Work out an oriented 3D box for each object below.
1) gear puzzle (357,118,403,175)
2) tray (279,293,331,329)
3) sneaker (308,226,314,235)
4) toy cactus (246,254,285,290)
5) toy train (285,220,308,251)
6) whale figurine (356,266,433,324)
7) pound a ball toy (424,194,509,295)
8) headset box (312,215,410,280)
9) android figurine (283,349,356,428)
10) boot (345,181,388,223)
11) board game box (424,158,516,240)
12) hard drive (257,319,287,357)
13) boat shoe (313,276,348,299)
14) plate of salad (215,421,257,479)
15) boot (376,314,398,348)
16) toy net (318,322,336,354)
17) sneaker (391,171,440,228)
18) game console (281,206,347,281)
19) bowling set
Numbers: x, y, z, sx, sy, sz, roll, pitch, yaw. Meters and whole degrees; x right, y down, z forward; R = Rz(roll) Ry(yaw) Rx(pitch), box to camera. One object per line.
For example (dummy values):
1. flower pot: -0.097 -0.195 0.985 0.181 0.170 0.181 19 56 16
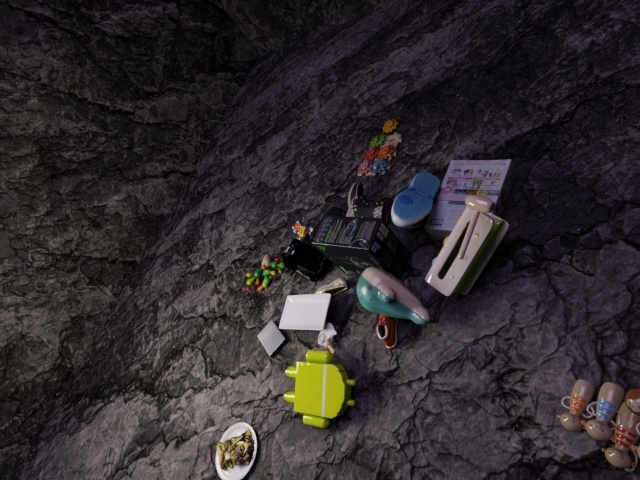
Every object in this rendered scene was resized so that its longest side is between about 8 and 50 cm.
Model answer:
1. gear puzzle: 0.292 -0.451 1.938 0.176 0.044 0.338 6 63 43
2. tray: -0.058 0.287 1.634 0.270 0.030 0.145 -11 56 47
3. sneaker: -0.032 -0.028 1.897 0.037 0.032 0.083 -54 36 17
4. toy cactus: -0.261 0.133 1.919 0.219 0.112 0.180 -38 31 23
5. toy train: -0.101 -0.013 1.932 0.125 0.046 0.166 -11 56 55
6. whale figurine: 0.237 0.205 1.363 0.272 0.216 0.141 37 97 22
7. pound a ball toy: 0.425 0.007 1.250 0.136 0.208 0.319 40 114 39
8. headset box: 0.144 0.027 1.535 0.283 0.246 0.131 7 63 42
9. android figurine: -0.004 0.498 1.386 0.273 0.056 0.248 -8 74 32
10. boot: 0.205 -0.150 1.748 0.179 0.085 0.236 -5 62 35
11. board game box: 0.530 -0.140 1.456 0.224 0.097 0.303 10 67 43
12. hard drive: -0.199 0.405 1.700 0.094 0.022 0.135 -48 41 -1
13. boat shoe: 0.039 0.204 1.633 0.153 0.056 0.048 -30 39 8
14. plate of salad: -0.314 0.765 1.495 0.200 0.048 0.199 -23 46 26
15. boot: 0.222 0.280 1.397 0.059 0.085 0.157 -25 44 26
16. toy net: 0.015 0.415 1.498 0.122 0.045 0.232 -20 46 30
17. sneaker: 0.326 -0.093 1.492 0.127 0.208 0.319 31 46 16
18. game console: 0.000 0.000 1.809 0.213 0.044 0.361 26 71 32
19. bowling set: 0.643 0.397 0.871 0.287 0.200 0.154 15 71 50
